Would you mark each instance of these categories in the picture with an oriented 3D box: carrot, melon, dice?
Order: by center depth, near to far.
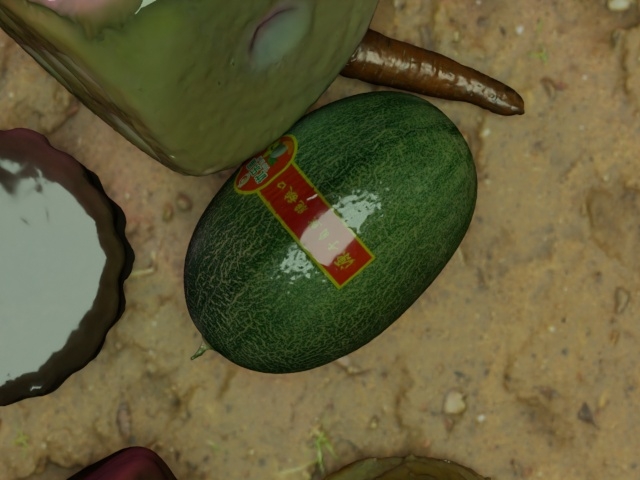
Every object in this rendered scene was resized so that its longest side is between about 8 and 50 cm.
[{"bbox_3d":[-0.115,-0.221,1.514,0.250,0.254,0.252,37,82,26],"label":"dice"},{"bbox_3d":[0.000,0.000,1.598,0.182,0.182,0.288,45,89,-2],"label":"melon"},{"bbox_3d":[0.083,-0.142,1.667,0.191,0.047,0.047,18,91,-6],"label":"carrot"}]

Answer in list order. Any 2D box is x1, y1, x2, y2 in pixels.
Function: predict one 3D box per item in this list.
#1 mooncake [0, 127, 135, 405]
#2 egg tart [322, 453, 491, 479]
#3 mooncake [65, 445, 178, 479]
[{"bbox_3d":[-0.267,0.023,1.621,0.228,0.124,0.228,0,86,-3],"label":"mooncake"},{"bbox_3d":[0.075,0.296,1.633,0.232,0.098,0.252,34,77,-9],"label":"egg tart"},{"bbox_3d":[-0.205,0.304,1.548,0.290,0.290,0.161,-39,95,0],"label":"mooncake"}]
